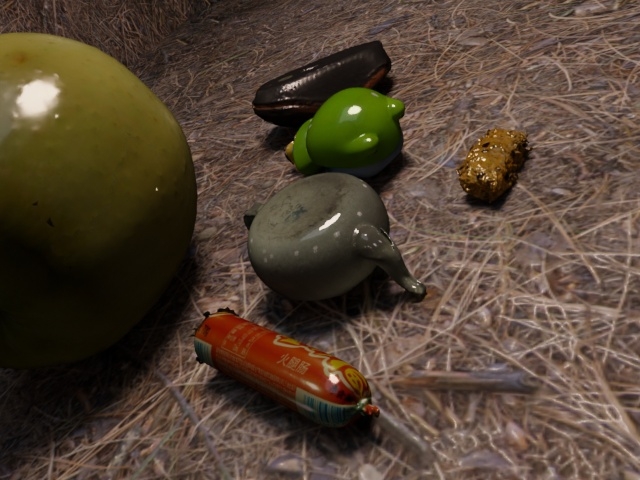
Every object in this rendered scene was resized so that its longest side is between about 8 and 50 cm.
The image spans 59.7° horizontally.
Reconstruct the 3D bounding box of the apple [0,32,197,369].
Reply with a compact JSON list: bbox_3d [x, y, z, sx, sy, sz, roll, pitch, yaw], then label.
[{"bbox_3d":[-0.402,-0.048,0.815,0.474,0.473,0.473,-18,34,13],"label":"apple"}]

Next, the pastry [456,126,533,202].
[{"bbox_3d":[0.243,-0.110,0.792,0.080,0.056,0.140,17,46,38],"label":"pastry"}]

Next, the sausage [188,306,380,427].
[{"bbox_3d":[-0.040,0.146,0.624,0.264,0.083,0.083,13,50,42],"label":"sausage"}]

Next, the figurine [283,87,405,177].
[{"bbox_3d":[0.031,-0.176,0.965,0.162,0.143,0.263,-49,27,-24],"label":"figurine"}]

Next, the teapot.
[{"bbox_3d":[0.000,0.000,0.748,0.294,0.129,0.193,10,48,45],"label":"teapot"}]

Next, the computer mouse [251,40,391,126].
[{"bbox_3d":[0.009,-0.326,1.194,0.323,0.116,0.183,-27,29,-14],"label":"computer mouse"}]
